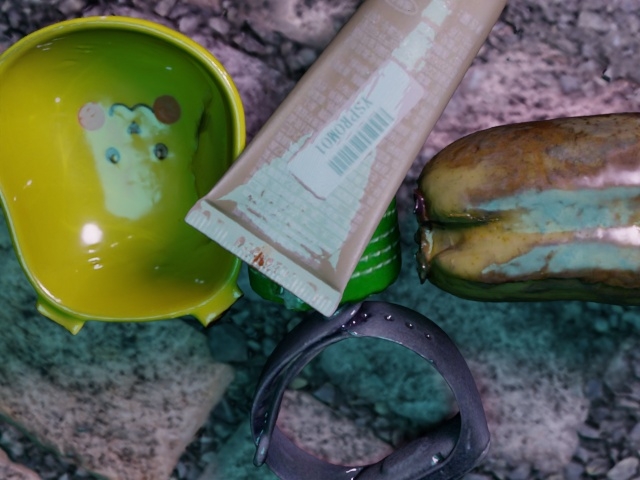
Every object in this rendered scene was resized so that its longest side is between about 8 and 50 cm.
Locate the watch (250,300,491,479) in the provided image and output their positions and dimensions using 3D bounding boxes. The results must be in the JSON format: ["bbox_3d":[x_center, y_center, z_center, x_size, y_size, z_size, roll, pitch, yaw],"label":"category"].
[{"bbox_3d":[0.032,0.145,1.626,0.206,0.068,0.193,-31,112,28],"label":"watch"}]

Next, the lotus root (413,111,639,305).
[{"bbox_3d":[0.211,-0.024,1.505,0.275,0.160,0.152,1,87,6],"label":"lotus root"}]

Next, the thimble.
[{"bbox_3d":[0.000,0.000,1.559,0.118,0.130,0.090,12,116,33],"label":"thimble"}]

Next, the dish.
[{"bbox_3d":[-0.153,-0.063,1.562,0.221,0.108,0.262,-4,107,13],"label":"dish"}]

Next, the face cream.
[{"bbox_3d":[0.046,-0.118,1.476,0.137,0.084,0.341,34,93,-4],"label":"face cream"}]
